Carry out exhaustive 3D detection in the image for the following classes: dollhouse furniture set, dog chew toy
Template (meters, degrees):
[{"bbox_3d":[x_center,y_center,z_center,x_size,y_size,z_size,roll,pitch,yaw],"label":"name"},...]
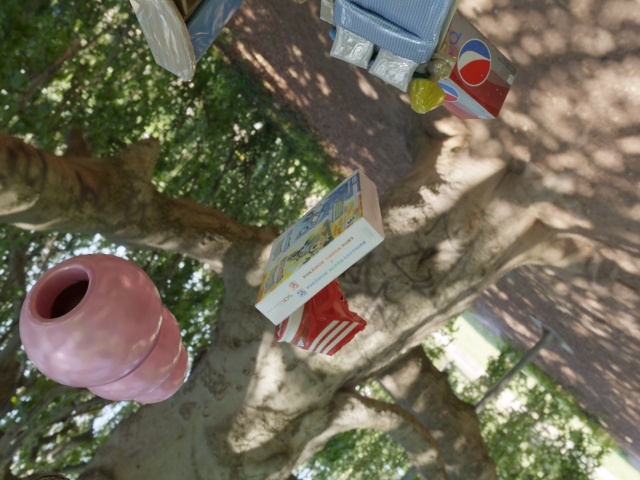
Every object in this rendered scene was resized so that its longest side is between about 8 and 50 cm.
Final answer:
[{"bbox_3d":[0.001,-0.237,0.502,0.303,0.198,0.286,29,166,5],"label":"dollhouse furniture set"},{"bbox_3d":[-0.327,0.168,0.885,0.206,0.206,0.332,43,165,37],"label":"dog chew toy"}]

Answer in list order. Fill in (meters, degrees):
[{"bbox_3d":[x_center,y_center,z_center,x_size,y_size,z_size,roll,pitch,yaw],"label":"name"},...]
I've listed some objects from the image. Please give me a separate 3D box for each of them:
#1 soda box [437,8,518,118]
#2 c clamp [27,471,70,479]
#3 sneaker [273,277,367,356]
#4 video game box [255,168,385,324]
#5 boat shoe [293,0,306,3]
[{"bbox_3d":[0.167,-0.279,0.778,0.263,0.092,0.083,28,177,-30],"label":"soda box"},{"bbox_3d":[-0.476,0.469,0.914,0.022,0.160,0.137,14,180,30],"label":"c clamp"},{"bbox_3d":[0.012,0.093,0.852,0.128,0.221,0.087,27,138,-9],"label":"sneaker"},{"bbox_3d":[0.000,0.000,0.747,0.048,0.187,0.205,43,-161,-15],"label":"video game box"},{"bbox_3d":[-0.045,-0.513,0.788,0.120,0.123,0.324,-14,82,62],"label":"boat shoe"}]
